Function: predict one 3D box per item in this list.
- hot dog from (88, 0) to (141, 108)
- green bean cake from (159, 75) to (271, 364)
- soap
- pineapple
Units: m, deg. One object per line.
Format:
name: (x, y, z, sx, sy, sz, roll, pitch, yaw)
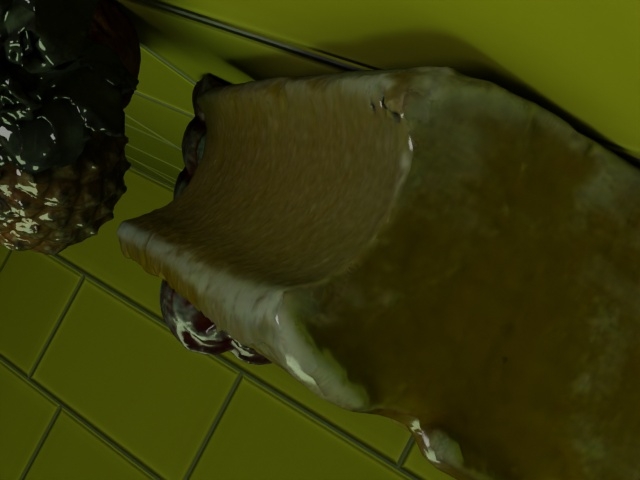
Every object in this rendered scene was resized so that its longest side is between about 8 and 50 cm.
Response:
hot dog: (-0.165, -0.128, 0.698, 0.099, 0.065, 0.147, 20, 177, -15)
green bean cake: (0.000, 0.000, 0.788, 0.232, 0.198, 0.097, 13, -172, -10)
soap: (0.065, 0.035, 0.561, 0.293, 0.156, 0.335, 32, 176, -19)
pineapple: (-0.160, -0.077, 0.580, 0.111, 0.119, 0.237, 38, 153, 7)
